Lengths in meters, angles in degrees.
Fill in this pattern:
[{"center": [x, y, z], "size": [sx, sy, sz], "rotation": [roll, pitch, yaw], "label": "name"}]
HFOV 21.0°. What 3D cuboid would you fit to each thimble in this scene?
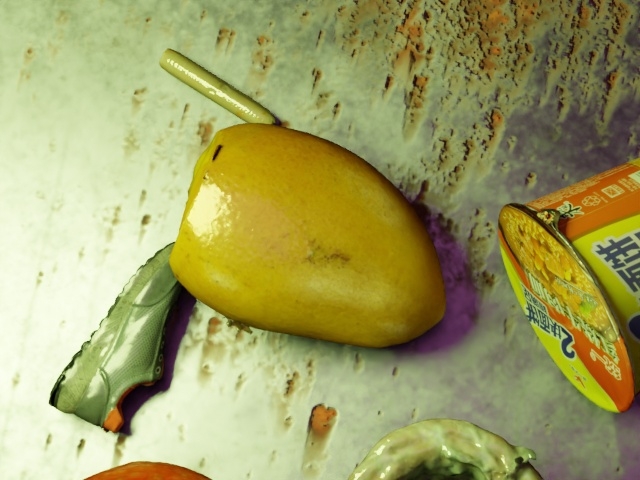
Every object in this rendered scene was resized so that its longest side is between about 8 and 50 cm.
[{"center": [0.110, 0.274, 1.497], "size": [0.196, 0.148, 0.229], "rotation": [-2, 73, 4], "label": "thimble"}]

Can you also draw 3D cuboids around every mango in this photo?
[{"center": [0.000, 0.000, 1.581], "size": [0.257, 0.138, 0.187], "rotation": [17, 59, -6], "label": "mango"}]

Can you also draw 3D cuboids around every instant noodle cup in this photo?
[{"center": [0.284, 0.021, 1.531], "size": [0.174, 0.213, 0.213], "rotation": [-28, 75, -12], "label": "instant noodle cup"}]

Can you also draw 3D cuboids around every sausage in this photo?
[{"center": [-0.100, -0.146, 1.684], "size": [0.132, 0.024, 0.024], "rotation": [33, 80, 12], "label": "sausage"}]

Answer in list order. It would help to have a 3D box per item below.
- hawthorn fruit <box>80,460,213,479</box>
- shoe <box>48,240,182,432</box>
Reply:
[{"center": [-0.146, 0.298, 1.444], "size": [0.242, 0.271, 0.241], "rotation": [1, 69, -4], "label": "hawthorn fruit"}, {"center": [-0.170, 0.092, 1.607], "size": [0.077, 0.074, 0.194], "rotation": [36, 83, 0], "label": "shoe"}]
